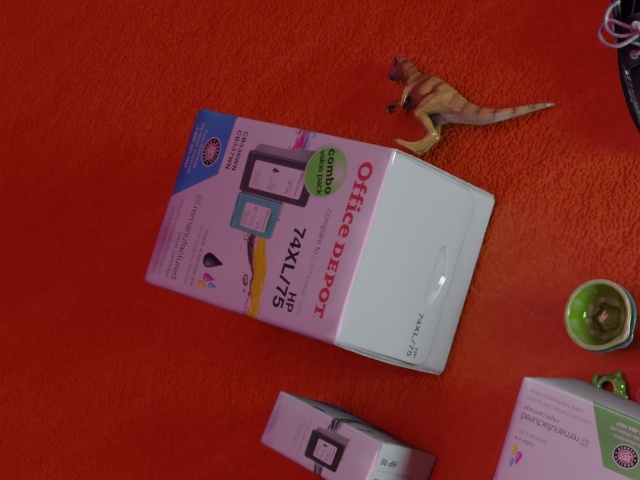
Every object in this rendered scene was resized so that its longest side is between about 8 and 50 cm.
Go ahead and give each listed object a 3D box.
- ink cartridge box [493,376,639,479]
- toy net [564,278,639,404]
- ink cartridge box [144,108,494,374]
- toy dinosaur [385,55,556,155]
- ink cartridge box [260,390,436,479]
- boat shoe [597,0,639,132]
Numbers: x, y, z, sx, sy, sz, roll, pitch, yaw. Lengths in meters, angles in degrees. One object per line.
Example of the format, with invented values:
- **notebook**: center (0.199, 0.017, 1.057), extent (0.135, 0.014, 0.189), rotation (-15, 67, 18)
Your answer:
- **ink cartridge box**: center (0.233, 0.244, 1.166), extent (0.154, 0.093, 0.212), rotation (21, 99, 40)
- **toy net**: center (0.334, 0.086, 1.180), extent (0.232, 0.045, 0.122), rotation (-11, 70, 35)
- **ink cartridge box**: center (0.000, 0.000, 1.364), extent (0.270, 0.197, 0.198), rotation (14, 86, 39)
- **toy dinosaur**: center (0.129, -0.141, 1.396), extent (0.211, 0.064, 0.112), rotation (32, 95, 39)
- **ink cartridge box**: center (0.041, 0.218, 1.328), extent (0.180, 0.104, 0.060), rotation (22, 89, 39)
- **boat shoe**: center (0.320, -0.209, 1.258), extent (0.095, 0.079, 0.255), rotation (-7, 72, 36)
